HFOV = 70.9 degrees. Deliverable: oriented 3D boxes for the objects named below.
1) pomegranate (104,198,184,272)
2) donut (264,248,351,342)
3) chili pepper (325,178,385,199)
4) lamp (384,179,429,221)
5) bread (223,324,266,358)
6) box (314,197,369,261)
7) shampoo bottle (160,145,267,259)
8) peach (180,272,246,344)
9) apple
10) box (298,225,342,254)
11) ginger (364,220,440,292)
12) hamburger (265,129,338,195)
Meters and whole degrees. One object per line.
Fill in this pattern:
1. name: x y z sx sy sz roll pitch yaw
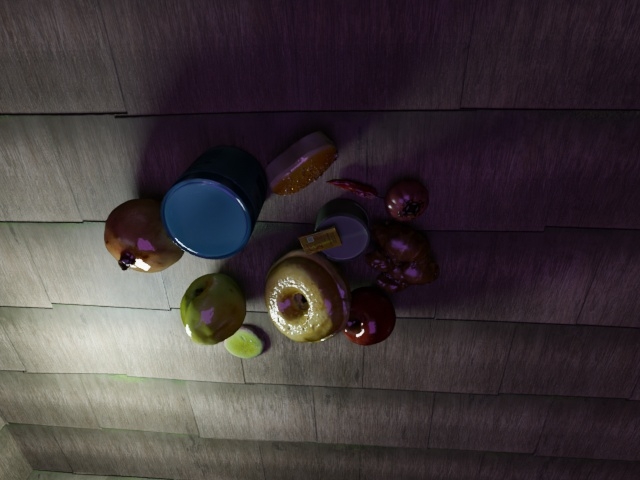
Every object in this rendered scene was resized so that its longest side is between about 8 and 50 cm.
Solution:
1. pomegranate: -0.731 -0.008 1.861 0.337 0.338 0.339 3 121 4
2. donut: -0.064 0.243 1.952 0.448 0.198 0.450 12 113 31
3. chili pepper: 0.152 -0.207 1.813 0.267 0.059 0.051 19 83 -3
4. lamp: 0.337 -0.161 1.774 0.181 0.140 0.182 -7 133 -7
5. bread: -0.396 0.530 2.321 0.228 0.034 0.229 3 120 5
6. box: 0.090 -0.041 1.858 0.225 0.149 0.226 2 122 4
7. shampoo bottle: -0.390 -0.156 1.723 0.330 0.343 0.332 2 121 4
8. peach: -0.490 0.311 2.054 0.314 0.281 0.316 -48 143 -8
9. apple: 0.208 0.336 2.023 0.260 0.216 0.261 16 116 34
10. box: 0.000 0.000 1.789 0.156 0.022 0.089 -17 117 16
11. ginger: 0.336 0.068 1.892 0.274 0.152 0.358 -22 118 12
12. hamburger: -0.071 -0.283 1.688 0.295 0.227 0.152 -30 91 25
